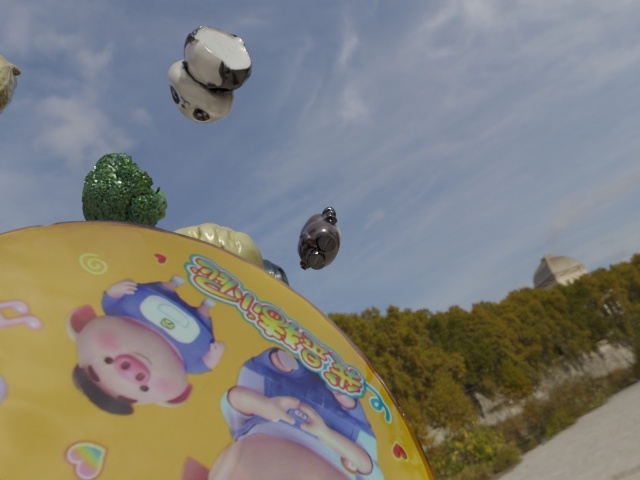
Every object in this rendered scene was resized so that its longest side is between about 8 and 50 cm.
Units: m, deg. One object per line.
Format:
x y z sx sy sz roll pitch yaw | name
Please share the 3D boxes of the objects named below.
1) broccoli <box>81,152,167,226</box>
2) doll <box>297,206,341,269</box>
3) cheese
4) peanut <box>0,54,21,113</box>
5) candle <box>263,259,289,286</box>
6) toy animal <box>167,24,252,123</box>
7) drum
-0.551 -0.115 1.454 0.241 0.269 0.262 -1 -56 -50 | broccoli
-0.002 -0.001 1.439 0.182 0.117 0.257 -57 4 9 | doll
-0.207 0.064 0.934 0.213 0.117 0.226 -29 -32 6 | cheese
-0.883 -0.358 1.288 0.159 0.291 0.143 8 -32 48 | peanut
-0.250 0.152 1.192 0.342 0.222 0.221 -1 -31 -20 | candle
-0.295 -0.418 1.339 0.235 0.187 0.165 -48 2 33 | toy animal
-0.127 0.195 0.380 0.431 0.431 0.214 7 -50 -48 | drum
